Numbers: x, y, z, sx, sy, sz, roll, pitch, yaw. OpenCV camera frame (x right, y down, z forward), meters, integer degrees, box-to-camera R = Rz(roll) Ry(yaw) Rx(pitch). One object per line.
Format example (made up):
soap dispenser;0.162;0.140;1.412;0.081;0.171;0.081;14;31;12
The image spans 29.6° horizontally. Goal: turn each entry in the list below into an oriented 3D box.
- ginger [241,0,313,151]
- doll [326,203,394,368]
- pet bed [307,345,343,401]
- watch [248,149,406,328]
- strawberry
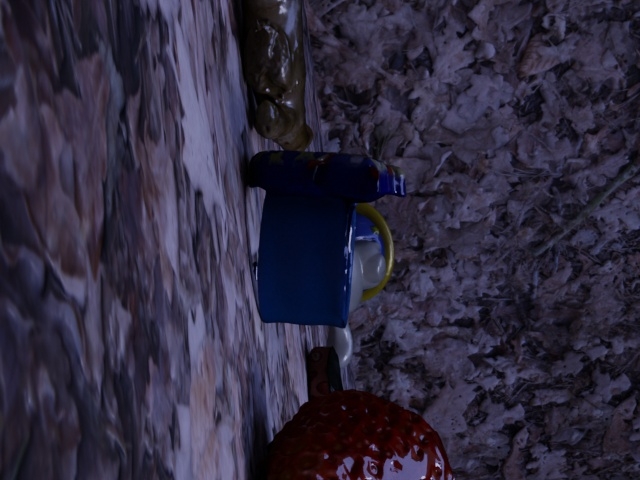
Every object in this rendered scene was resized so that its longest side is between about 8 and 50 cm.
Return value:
ginger;-0.058;-0.230;1.452;0.166;0.080;0.333;-65;159;-55
doll;0.058;0.070;2.184;0.242;0.159;0.311;-76;163;-84
pet bed;0.014;0.272;1.954;0.201;0.053;0.201;-7;90;-87
watch;-0.005;-0.001;1.339;0.196;0.171;0.200;-23;118;-74
strawberry;0.015;0.247;1.178;0.244;0.205;0.205;2;81;-65
